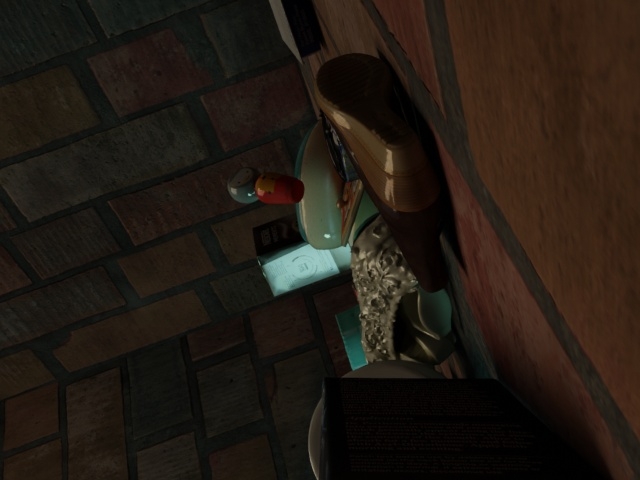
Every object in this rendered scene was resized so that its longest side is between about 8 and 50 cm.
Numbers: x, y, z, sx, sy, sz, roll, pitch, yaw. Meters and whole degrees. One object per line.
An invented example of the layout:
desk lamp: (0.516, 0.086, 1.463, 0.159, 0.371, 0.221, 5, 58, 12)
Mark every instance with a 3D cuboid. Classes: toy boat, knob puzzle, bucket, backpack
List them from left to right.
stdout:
toy boat: (-0.030, -0.110, 1.569, 0.318, 0.148, 0.267, -10, -75, -56)
knob puzzle: (0.052, -0.116, 1.461, 0.213, 0.030, 0.213, -171, 90, -84)
backpack: (0.051, -0.147, 1.214, 0.105, 0.084, 0.114, -92, -13, -86)
bucket: (0.160, 0.268, 2.050, 0.281, 0.183, 0.281, -19, -90, -89)

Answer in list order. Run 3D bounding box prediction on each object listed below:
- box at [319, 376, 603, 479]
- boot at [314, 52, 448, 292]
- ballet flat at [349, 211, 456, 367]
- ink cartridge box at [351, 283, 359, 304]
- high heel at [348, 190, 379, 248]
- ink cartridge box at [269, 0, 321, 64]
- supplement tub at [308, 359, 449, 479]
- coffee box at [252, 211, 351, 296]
box: (0.103, 0.308, 0.776, 0.395, 0.212, 0.293, -88, -1, -89)
boot: (0.069, -0.080, 0.936, 0.248, 0.090, 0.206, -115, 5, -49)
ballet flat: (0.129, 0.114, 1.186, 0.409, 0.147, 0.147, 69, -178, -56)
ink cartridge box: (0.188, 0.238, 2.296, 0.197, 0.114, 0.272, -106, -5, -89)
high heel: (0.101, -0.043, 1.595, 0.186, 0.093, 0.261, -87, -13, -54)
ink cartridge box: (-0.083, -0.559, 1.745, 0.330, 0.071, 0.324, -116, 6, -65)
supplement tub: (0.118, 0.292, 1.156, 0.316, 0.228, 0.228, 48, -159, -66)
coffee box: (0.000, 0.000, 1.948, 0.168, 0.297, 0.118, -110, -1, -63)
